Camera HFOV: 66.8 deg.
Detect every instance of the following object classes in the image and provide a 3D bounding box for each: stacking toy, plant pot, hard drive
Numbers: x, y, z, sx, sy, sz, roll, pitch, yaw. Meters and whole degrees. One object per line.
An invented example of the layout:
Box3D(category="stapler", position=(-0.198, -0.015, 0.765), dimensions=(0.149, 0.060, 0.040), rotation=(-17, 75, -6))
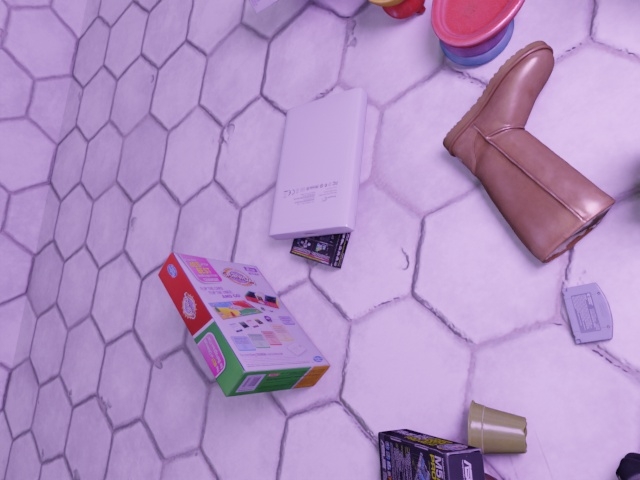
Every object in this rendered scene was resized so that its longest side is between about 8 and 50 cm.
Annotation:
Box3D(category="stacking toy", position=(0.260, -0.484, 0.882), dimensions=(0.309, 0.130, 0.279), rotation=(46, 106, 23))
Box3D(category="plant pot", position=(0.270, 0.290, 0.736), dimensions=(0.079, 0.083, 0.083), rotation=(-1, 80, 26))
Box3D(category="hard drive", position=(-0.006, -0.159, 1.027), dimensions=(0.203, 0.040, 0.307), rotation=(-6, 68, 36))

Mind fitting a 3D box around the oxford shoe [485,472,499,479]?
Box3D(category="oxford shoe", position=(0.250, 0.481, 0.718), dimensions=(0.098, 0.097, 0.270), rotation=(178, 95, -71))

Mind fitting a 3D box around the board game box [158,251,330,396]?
Box3D(category="board game box", position=(-0.155, 0.161, 0.981), dimensions=(0.064, 0.242, 0.316), rotation=(-54, 54, 17))

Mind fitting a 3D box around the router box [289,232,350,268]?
Box3D(category="router box", position=(0.000, 0.000, 1.022), dimensions=(0.123, 0.038, 0.092), rotation=(17, 90, 39))

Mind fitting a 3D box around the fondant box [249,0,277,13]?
Box3D(category="fondant box", position=(0.008, -0.629, 1.027), dimensions=(0.331, 0.096, 0.238), rotation=(-15, 30, 35))

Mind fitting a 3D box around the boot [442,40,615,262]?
Box3D(category="boot", position=(0.348, -0.139, 0.756), dimensions=(0.236, 0.089, 0.269), rotation=(-54, 53, 32))

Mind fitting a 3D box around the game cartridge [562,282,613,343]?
Box3D(category="game cartridge", position=(0.394, 0.106, 0.711), dimensions=(0.056, 0.017, 0.083), rotation=(-19, 70, 37))

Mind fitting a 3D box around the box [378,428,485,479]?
Box3D(category="box", position=(0.166, 0.438, 0.724), dimensions=(0.216, 0.060, 0.269), rotation=(145, 125, -66))

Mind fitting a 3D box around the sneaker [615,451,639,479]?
Box3D(category="sneaker", position=(0.484, 0.242, 0.561), dimensions=(0.283, 0.107, 0.124), rotation=(-45, 51, 22))
